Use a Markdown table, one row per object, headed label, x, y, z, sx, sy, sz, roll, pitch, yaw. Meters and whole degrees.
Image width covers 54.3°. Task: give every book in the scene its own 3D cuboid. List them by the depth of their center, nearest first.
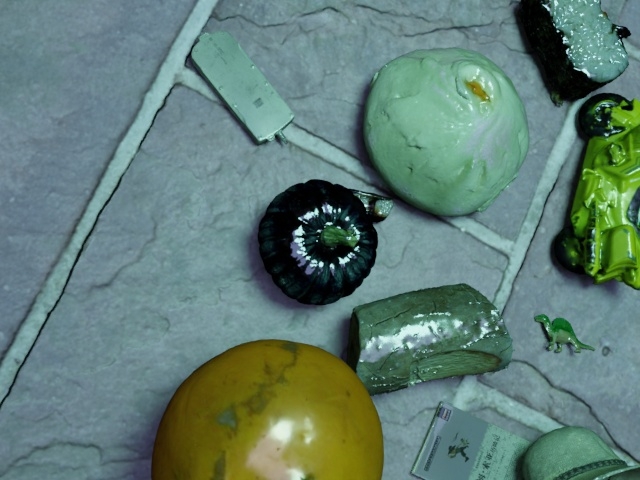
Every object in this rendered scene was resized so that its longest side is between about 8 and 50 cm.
| label | x | y | z | sx | sy | sz | roll | pitch | yaw |
| --- | --- | --- | --- | --- | --- | --- | --- | --- | --- |
| book | 0.252 | 0.356 | 1.021 | 0.181 | 0.014 | 0.127 | 26 | 79 | -6 |

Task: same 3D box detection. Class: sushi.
| label | x | y | z | sx | sy | sz | roll | pitch | yaw |
| --- | --- | --- | --- | --- | --- | --- | --- | --- | --- |
| sushi | 0.077 | -0.057 | 1.041 | 0.083 | 0.044 | 0.046 | 13 | 102 | -6 |
| sushi | 0.446 | -0.363 | 1.099 | 0.147 | 0.115 | 0.213 | -30 | 90 | -9 |

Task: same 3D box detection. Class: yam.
| label | x | y | z | sx | sy | sz | roll | pitch | yaw |
| --- | --- | --- | --- | --- | --- | --- | --- | --- | --- |
| yam | 0.157 | 0.150 | 0.970 | 0.254 | 0.154 | 0.154 | -8 | 84 | -7 |

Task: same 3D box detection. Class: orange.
| label | x | y | z | sx | sy | sz | roll | pitch | yaw |
| --- | --- | --- | --- | --- | --- | --- | --- | --- | --- |
| orange | -0.067 | 0.284 | 0.836 | 0.311 | 0.312 | 0.313 | 1 | 82 | -9 |

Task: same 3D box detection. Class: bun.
| label | x | y | z | sx | sy | sz | roll | pitch | yaw |
| --- | --- | --- | --- | --- | --- | --- | --- | --- | --- |
| bun | 0.218 | -0.190 | 1.002 | 0.292 | 0.187 | 0.294 | 1 | 84 | -11 |

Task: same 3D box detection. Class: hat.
| label | x | y | z | sx | sy | sz | roll | pitch | yaw |
| --- | --- | --- | --- | --- | --- | --- | --- | --- | --- |
| hat | 0.395 | 0.365 | 0.971 | 0.257 | 0.257 | 0.130 | -10 | 43 | -11 |

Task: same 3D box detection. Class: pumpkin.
| label | x | y | z | sx | sy | sz | roll | pitch | yaw |
| --- | --- | --- | --- | --- | --- | --- | --- | --- | --- |
| pumpkin | -0.005 | 0.002 | 0.965 | 0.194 | 0.150 | 0.194 | -2 | 63 | 3 |

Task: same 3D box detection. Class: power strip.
| label | x | y | z | sx | sy | sz | roll | pitch | yaw |
| --- | --- | --- | --- | --- | --- | --- | --- | --- | --- |
| power strip | -0.125 | -0.247 | 1.031 | 0.080 | 0.029 | 0.227 | -38 | 89 | -14 |

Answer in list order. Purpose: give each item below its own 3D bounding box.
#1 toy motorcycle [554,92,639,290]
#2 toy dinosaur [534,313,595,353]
| label | x | y | z | sx | sy | sz | roll | pitch | yaw |
| --- | --- | --- | --- | --- | --- | --- | --- | --- | --- |
| toy motorcycle | 0.527 | -0.087 | 1.065 | 0.205 | 0.142 | 0.343 | 10 | 79 | 31 |
| toy dinosaur | 0.424 | 0.163 | 1.072 | 0.119 | 0.029 | 0.061 | 15 | 63 | -10 |
